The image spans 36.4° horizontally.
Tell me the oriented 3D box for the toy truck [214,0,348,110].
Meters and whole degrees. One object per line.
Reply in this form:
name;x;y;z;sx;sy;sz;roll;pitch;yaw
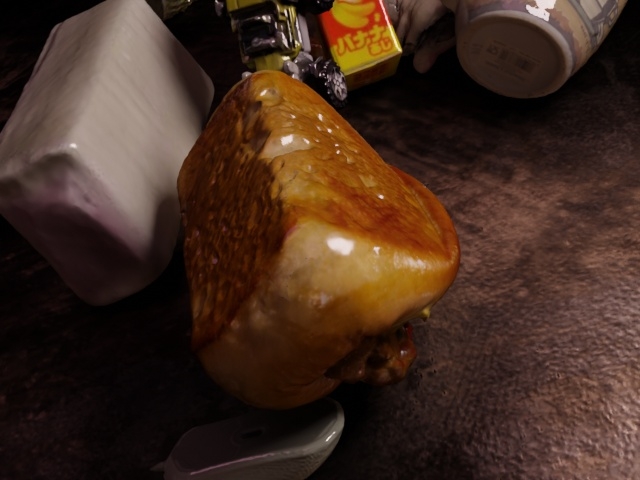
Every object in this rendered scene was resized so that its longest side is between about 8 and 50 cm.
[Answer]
toy truck;-0.049;-0.212;1.144;0.136;0.286;0.111;-9;4;29

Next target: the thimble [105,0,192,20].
thimble;-0.288;-0.491;1.562;0.150;0.271;0.270;-40;44;-22

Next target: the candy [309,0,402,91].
candy;0.017;-0.337;1.242;0.088;0.276;0.146;-20;-2;2

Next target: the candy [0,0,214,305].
candy;-0.252;-0.120;1.169;0.145;0.208;0.359;-21;37;23

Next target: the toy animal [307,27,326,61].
toy animal;-0.008;-0.262;1.353;0.081;0.061;0.083;7;28;-30

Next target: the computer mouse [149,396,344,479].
computer mouse;-0.062;0.194;0.868;0.181;0.056;0.089;-15;20;3

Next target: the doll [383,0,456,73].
doll;0.137;-0.312;1.317;0.149;0.095;0.192;-28;43;-5

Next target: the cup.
cup;0.227;-0.324;1.170;0.301;0.227;0.257;22;58;7

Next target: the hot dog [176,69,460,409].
hot dog;-0.001;0.001;0.933;0.185;0.223;0.405;-54;27;22
